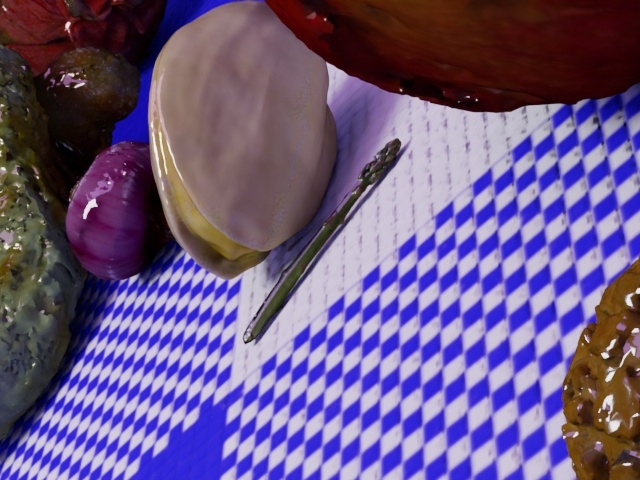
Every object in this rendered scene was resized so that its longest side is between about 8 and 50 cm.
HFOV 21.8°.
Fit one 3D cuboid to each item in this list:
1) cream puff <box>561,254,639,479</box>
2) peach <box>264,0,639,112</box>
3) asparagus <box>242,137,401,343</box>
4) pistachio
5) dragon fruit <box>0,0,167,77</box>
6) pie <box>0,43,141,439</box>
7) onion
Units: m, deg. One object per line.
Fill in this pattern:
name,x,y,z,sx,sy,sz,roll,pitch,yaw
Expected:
cream puff,0.144,0.051,0.587,0.144,0.103,0.126,-43,24,39
peach,0.092,-0.246,0.832,0.353,0.339,0.416,-54,17,-3
asparagus,0.000,0.000,1.076,0.166,0.016,0.013,-54,-12,1
pistachio,-0.061,-0.072,1.133,0.117,0.145,0.200,-25,42,50
dragon fruit,-0.281,-0.261,1.729,0.299,0.244,0.244,121,168,-45
pie,-0.340,0.036,1.494,0.395,0.180,0.418,-29,39,44
onion,-0.148,-0.023,1.313,0.104,0.115,0.115,15,61,19
